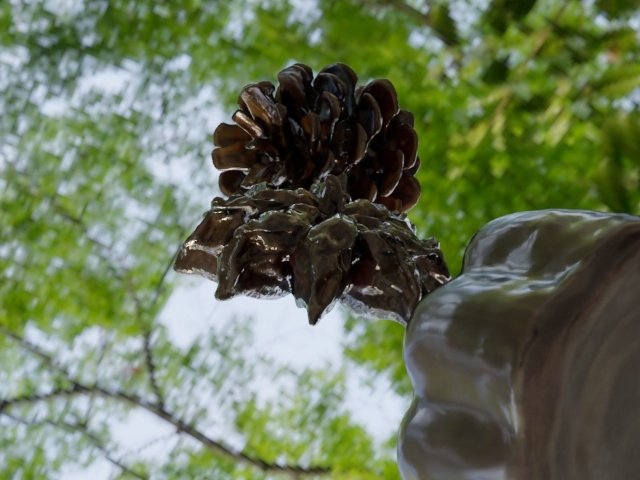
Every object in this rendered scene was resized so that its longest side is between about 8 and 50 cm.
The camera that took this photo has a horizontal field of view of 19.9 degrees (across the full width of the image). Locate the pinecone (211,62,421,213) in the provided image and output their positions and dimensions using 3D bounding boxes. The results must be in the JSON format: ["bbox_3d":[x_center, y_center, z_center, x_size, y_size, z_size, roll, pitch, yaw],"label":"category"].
[{"bbox_3d":[-0.011,-0.076,1.724,0.208,0.207,0.207,13,-130,-17],"label":"pinecone"}]

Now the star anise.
[{"bbox_3d":[-0.001,0.000,1.534,0.223,0.109,0.236,-1,-164,-25],"label":"star anise"}]

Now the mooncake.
[{"bbox_3d":[0.184,0.123,1.305,0.306,0.154,0.306,-8,-78,-43],"label":"mooncake"}]
